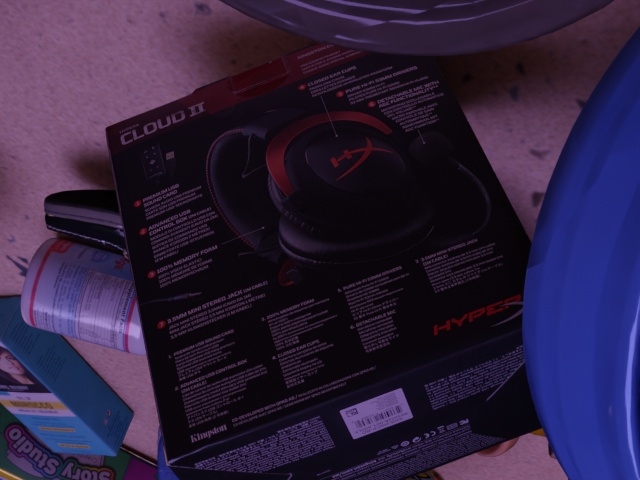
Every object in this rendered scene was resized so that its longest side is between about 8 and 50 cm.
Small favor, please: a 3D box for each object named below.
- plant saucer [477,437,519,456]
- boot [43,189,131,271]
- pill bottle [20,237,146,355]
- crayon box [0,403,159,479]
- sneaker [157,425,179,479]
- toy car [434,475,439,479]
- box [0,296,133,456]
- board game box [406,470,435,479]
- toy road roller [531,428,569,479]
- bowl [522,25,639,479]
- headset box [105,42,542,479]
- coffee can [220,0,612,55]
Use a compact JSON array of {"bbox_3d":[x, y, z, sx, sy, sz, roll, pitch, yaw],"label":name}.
[{"bbox_3d":[0.108,0.071,0.863,0.037,0.200,0.200,-21,148,-17],"label":"plant saucer"},{"bbox_3d":[-0.131,0.059,0.933,0.236,0.085,0.179,13,105,2],"label":"boot"},{"bbox_3d":[-0.190,0.057,1.029,0.160,0.087,0.087,15,145,5],"label":"pill bottle"},{"bbox_3d":[-0.403,0.327,1.481,0.363,0.106,0.313,30,142,-17],"label":"crayon box"},{"bbox_3d":[-0.117,0.245,1.200,0.130,0.147,0.330,25,145,-10],"label":"sneaker"},{"bbox_3d":[0.115,0.309,1.273,0.060,0.040,0.122,5,143,18],"label":"toy car"},{"bbox_3d":[-0.319,0.159,1.250,0.100,0.060,0.244,-3,140,27],"label":"box"},{"bbox_3d":[0.033,0.298,1.079,0.144,0.142,0.275,22,-171,-5],"label":"board game box"},{"bbox_3d":[0.249,0.125,0.786,0.202,0.240,0.329,13,145,8],"label":"toy road roller"},{"bbox_3d":[0.293,0.019,0.543,0.391,0.391,0.077,38,-176,-25],"label":"bowl"},{"bbox_3d":[0.000,0.000,0.673,0.218,0.293,0.110,-21,139,2],"label":"headset box"},{"bbox_3d":[0.046,-0.229,0.366,0.201,0.275,0.201,12,145,9],"label":"coffee can"}]
